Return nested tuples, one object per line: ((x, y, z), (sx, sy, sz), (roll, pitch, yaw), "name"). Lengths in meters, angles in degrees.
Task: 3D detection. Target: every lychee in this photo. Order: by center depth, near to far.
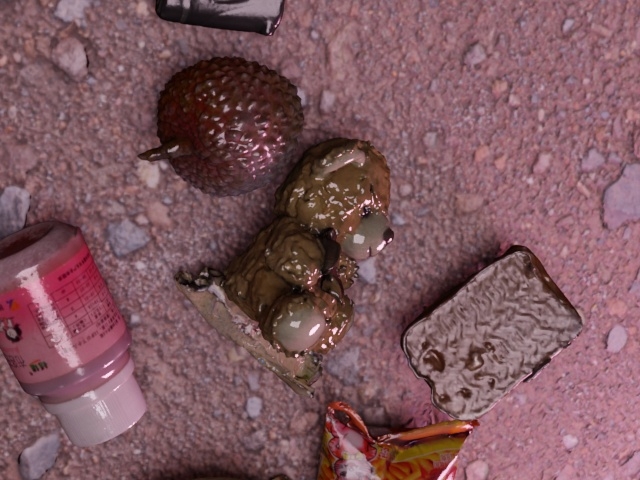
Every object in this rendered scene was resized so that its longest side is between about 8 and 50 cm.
((-0.111, -0.126, 1.450), (0.197, 0.165, 0.165), (-31, 111, -32), "lychee")

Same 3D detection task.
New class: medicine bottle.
((-0.296, 0.110, 1.483), (0.147, 0.147, 0.247), (-25, 107, -6), "medicine bottle")

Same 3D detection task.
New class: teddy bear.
((0.000, 0.000, 1.496), (0.156, 0.267, 0.256), (34, 90, 11), "teddy bear")

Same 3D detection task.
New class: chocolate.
((0.210, 0.119, 1.611), (0.214, 0.093, 0.148), (-37, 86, 1), "chocolate")

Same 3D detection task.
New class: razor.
((-0.112, -0.285, 1.469), (0.148, 0.054, 0.090), (8, 102, -15), "razor")

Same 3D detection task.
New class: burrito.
((-0.085, 0.106, 1.576), (0.229, 0.058, 0.063), (41, 96, -16), "burrito")

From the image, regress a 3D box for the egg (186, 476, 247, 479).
((-0.144, 0.383, 1.561), (0.254, 0.188, 0.188), (-20, 107, -11), "egg")

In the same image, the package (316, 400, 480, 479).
((0.082, 0.339, 1.647), (0.223, 0.108, 0.288), (6, 108, -21), "package")

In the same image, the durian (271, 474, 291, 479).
((-0.058, 0.366, 1.648), (0.066, 0.052, 0.130), (20, 97, -12), "durian")
